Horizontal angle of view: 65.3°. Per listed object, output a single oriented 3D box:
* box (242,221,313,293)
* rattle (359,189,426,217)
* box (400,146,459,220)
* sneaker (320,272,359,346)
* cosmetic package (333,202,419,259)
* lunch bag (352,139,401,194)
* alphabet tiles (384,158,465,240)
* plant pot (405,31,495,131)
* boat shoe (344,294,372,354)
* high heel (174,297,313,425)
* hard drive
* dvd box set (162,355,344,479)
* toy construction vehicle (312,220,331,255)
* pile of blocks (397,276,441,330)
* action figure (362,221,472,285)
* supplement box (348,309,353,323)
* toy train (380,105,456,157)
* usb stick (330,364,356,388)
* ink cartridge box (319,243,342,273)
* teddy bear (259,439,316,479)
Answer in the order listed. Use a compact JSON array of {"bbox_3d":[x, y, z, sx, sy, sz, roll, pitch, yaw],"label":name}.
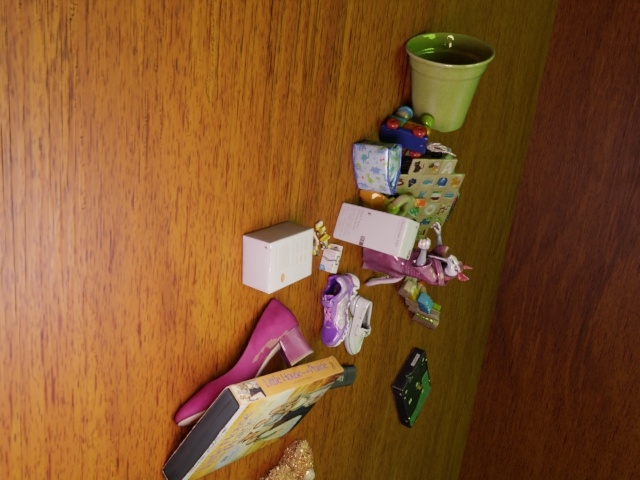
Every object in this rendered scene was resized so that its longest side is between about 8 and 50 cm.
[{"bbox_3d":[-0.104,0.037,1.241,0.170,0.091,0.130,-20,120,-52],"label":"box"},{"bbox_3d":[0.237,-0.126,1.628,0.199,0.142,0.130,-31,136,-40],"label":"rattle"},{"bbox_3d":[0.395,-0.206,1.811,0.142,0.163,0.247,-59,144,-25],"label":"box"},{"bbox_3d":[0.039,0.206,1.534,0.104,0.095,0.237,24,78,-50],"label":"sneaker"},{"bbox_3d":[0.162,-0.030,1.477,0.085,0.231,0.118,15,91,-53],"label":"cosmetic package"},{"bbox_3d":[0.171,-0.220,1.507,0.096,0.128,0.151,-26,123,-48],"label":"lunch bag"},{"bbox_3d":[0.335,-0.130,1.702,0.285,0.011,0.343,-4,131,-22],"label":"alphabet tiles"},{"bbox_3d":[0.403,-0.509,1.643,0.276,0.276,0.254,-43,148,-38],"label":"plant pot"},{"bbox_3d":[0.134,0.302,1.718,0.083,0.075,0.226,-27,125,-48],"label":"boat shoe"},{"bbox_3d":[-0.210,0.296,1.234,0.377,0.181,0.127,-24,158,-32],"label":"high heel"},{"bbox_3d":[0.430,0.689,2.330,0.237,0.064,0.339,-50,139,-32],"label":"hard drive"},{"bbox_3d":[-0.148,0.440,1.252,0.308,0.062,0.420,-53,152,19],"label":"dvd box set"},{"bbox_3d":[0.000,0.000,1.431,0.086,0.035,0.098,-41,135,-40],"label":"toy construction vehicle"},{"bbox_3d":[0.434,0.245,2.072,0.113,0.148,0.362,-60,144,-20],"label":"pile of blocks"},{"bbox_3d":[0.295,0.081,1.597,0.248,0.370,0.276,-14,117,-51],"label":"action figure"},{"bbox_3d":[0.066,0.266,1.633,0.083,0.043,0.055,-59,144,-21],"label":"supplement box"},{"bbox_3d":[0.328,-0.342,1.587,0.105,0.247,0.143,90,25,-52],"label":"toy train"},{"bbox_3d":[0.041,0.461,1.675,0.278,0.045,0.077,15,91,-57],"label":"usb stick"},{"bbox_3d":[0.031,0.051,1.486,0.028,0.048,0.083,15,90,-57],"label":"ink cartridge box"},{"bbox_3d":[-0.125,0.766,1.499,0.338,0.113,0.245,-25,126,-49],"label":"teddy bear"}]
